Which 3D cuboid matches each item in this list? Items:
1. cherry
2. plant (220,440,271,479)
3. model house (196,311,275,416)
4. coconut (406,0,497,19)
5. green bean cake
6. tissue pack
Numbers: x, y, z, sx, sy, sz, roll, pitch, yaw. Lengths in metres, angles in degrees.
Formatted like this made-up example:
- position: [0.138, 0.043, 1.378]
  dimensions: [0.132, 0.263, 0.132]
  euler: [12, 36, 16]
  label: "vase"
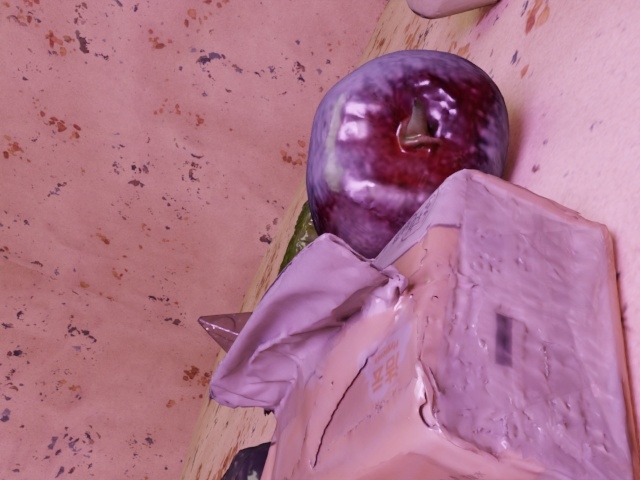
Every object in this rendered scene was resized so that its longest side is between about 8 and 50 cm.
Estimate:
- position: [0.089, -0.084, 0.676]
  dimensions: [0.296, 0.218, 0.255]
  euler: [128, 156, -76]
  label: "cherry"
- position: [-0.041, 0.330, 0.666]
  dimensions: [0.164, 0.141, 0.256]
  euler: [-66, 21, 9]
  label: "plant"
- position: [-0.042, 0.158, 0.740]
  dimensions: [0.176, 0.248, 0.181]
  euler: [-80, 15, -53]
  label: "model house"
- position: [0.216, -0.460, 0.944]
  dimensions: [0.222, 0.202, 0.202]
  euler: [-59, 11, 22]
  label: "coconut"
- position: [0.000, 0.000, 1.255]
  dimensions: [0.248, 0.124, 0.222]
  euler: [134, 158, -65]
  label: "green bean cake"
- position: [0.043, 0.103, 0.469]
  dimensions: [0.305, 0.238, 0.239]
  euler: [125, 165, -50]
  label: "tissue pack"
